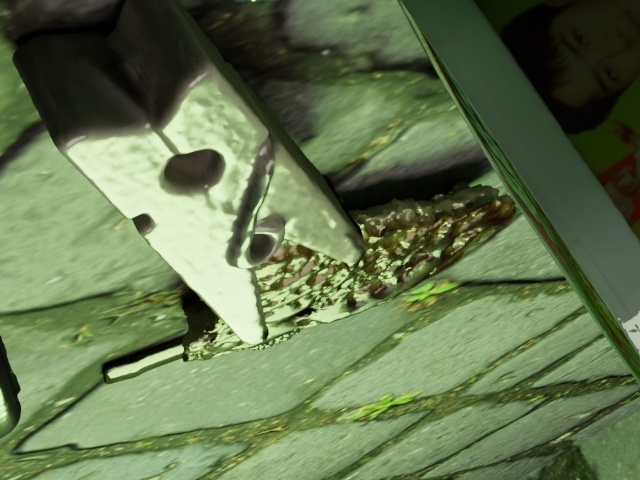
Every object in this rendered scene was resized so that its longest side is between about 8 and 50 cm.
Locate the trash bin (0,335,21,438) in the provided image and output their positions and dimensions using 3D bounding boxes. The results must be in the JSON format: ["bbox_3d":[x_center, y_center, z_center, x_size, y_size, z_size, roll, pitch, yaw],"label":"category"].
[{"bbox_3d":[-0.286,0.058,0.710,0.290,0.209,0.182,-26,167,-13],"label":"trash bin"}]

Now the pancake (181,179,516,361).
[{"bbox_3d":[0.000,0.000,1.211,0.266,0.057,0.244,-31,153,6],"label":"pancake"}]

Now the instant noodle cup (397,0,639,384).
[{"bbox_3d":[0.235,-0.101,0.889,0.308,0.294,0.294,-33,162,5],"label":"instant noodle cup"}]

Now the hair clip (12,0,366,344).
[{"bbox_3d":[-0.061,-0.036,0.936,0.101,0.085,0.331,-28,156,5],"label":"hair clip"}]

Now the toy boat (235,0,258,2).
[{"bbox_3d":[0.013,-0.143,0.699,0.109,0.098,0.238,-33,162,35],"label":"toy boat"}]

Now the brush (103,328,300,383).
[{"bbox_3d":[-0.077,0.082,1.352,0.190,0.027,0.034,-18,160,-16],"label":"brush"}]
